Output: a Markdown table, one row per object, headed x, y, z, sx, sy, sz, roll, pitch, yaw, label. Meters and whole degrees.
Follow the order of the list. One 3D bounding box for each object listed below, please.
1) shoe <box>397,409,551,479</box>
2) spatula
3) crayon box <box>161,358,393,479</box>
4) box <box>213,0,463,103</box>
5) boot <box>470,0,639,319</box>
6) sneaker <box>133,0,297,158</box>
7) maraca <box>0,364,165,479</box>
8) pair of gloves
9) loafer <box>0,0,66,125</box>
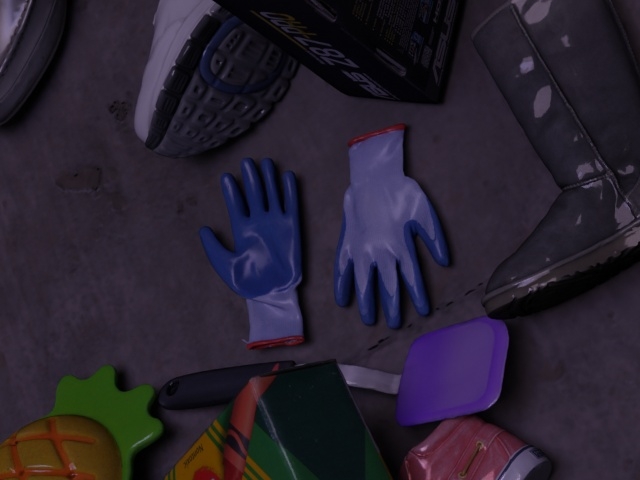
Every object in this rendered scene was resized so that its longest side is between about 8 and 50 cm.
| x | y | z | sx | sy | sz | roll | pitch | yaw | label |
| --- | --- | --- | --- | --- | --- | --- | --- | --- | --- |
| 0.081 | 0.204 | 1.139 | 0.081 | 0.063 | 0.178 | 33 | 89 | 30 | shoe |
| 0.004 | 0.102 | 1.205 | 0.297 | 0.030 | 0.084 | -6 | 50 | 27 | spatula |
| 0.002 | 0.268 | 1.096 | 0.202 | 0.081 | 0.318 | -51 | 58 | 43 | crayon box |
| 0.034 | -0.326 | 1.140 | 0.097 | 0.318 | 0.394 | 10 | 83 | 26 | box |
| 0.158 | -0.069 | 1.158 | 0.190 | 0.076 | 0.208 | -28 | 74 | 0 | boot |
| -0.075 | -0.205 | 1.297 | 0.129 | 0.111 | 0.297 | 19 | 82 | 43 | sneaker |
| -0.196 | 0.180 | 1.251 | 0.127 | 0.099 | 0.185 | 24 | 70 | 28 | maraca |
| 0.000 | 0.000 | 1.244 | 0.198 | 0.023 | 0.159 | -14 | 71 | 20 | pair of gloves |
| -0.266 | -0.255 | 1.374 | 0.112 | 0.111 | 0.319 | 7 | 81 | 26 | loafer |
